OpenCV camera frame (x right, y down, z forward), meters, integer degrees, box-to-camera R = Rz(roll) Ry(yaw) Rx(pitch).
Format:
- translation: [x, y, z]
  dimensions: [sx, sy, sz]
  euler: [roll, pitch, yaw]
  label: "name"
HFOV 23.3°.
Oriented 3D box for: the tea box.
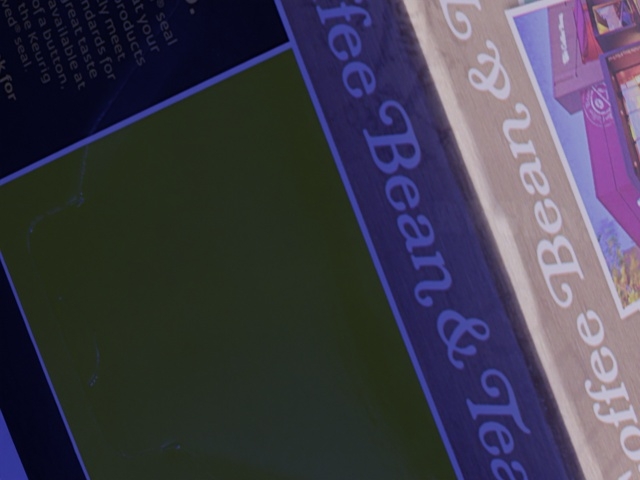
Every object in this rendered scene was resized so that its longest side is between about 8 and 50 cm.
- translation: [0.000, 0.000, 0.604]
  dimensions: [0.220, 0.324, 0.329]
  euler: [-23, 94, -46]
  label: "tea box"
